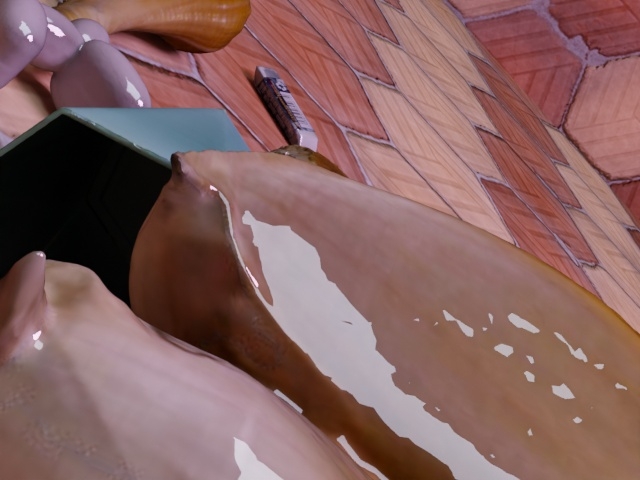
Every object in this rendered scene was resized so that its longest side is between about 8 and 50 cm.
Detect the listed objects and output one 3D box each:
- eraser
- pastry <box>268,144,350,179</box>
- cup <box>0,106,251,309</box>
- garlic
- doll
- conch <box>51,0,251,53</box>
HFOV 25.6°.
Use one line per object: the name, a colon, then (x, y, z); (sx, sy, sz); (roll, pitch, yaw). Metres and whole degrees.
eraser: (-0.032, -0.115, 1.258); (0.027, 0.019, 0.099); (3, 46, -48)
pastry: (0.004, -0.003, 0.998); (0.153, 0.081, 0.153); (40, 18, -16)
cup: (-0.083, -0.003, 0.681); (0.148, 0.134, 0.236); (31, 14, 0)
garlic: (0.017, 0.106, 0.469); (0.313, 0.286, 0.249); (29, -17, -3)
doll: (-0.183, -0.141, 0.859); (0.161, 0.059, 0.160); (30, 25, -46)
conch: (-0.119, -0.195, 1.083); (0.109, 0.093, 0.330); (57, 18, 0)
